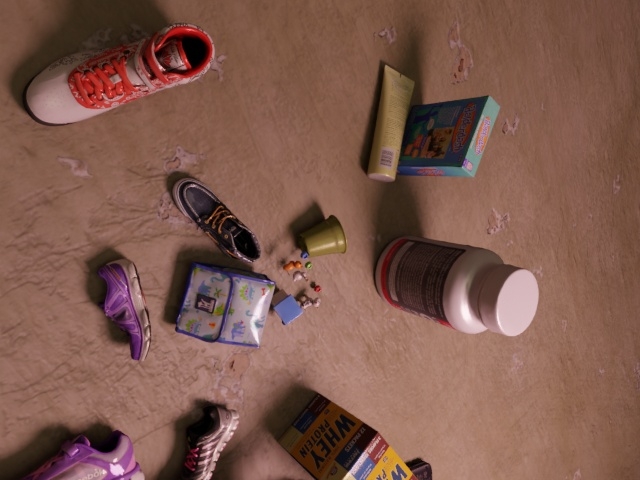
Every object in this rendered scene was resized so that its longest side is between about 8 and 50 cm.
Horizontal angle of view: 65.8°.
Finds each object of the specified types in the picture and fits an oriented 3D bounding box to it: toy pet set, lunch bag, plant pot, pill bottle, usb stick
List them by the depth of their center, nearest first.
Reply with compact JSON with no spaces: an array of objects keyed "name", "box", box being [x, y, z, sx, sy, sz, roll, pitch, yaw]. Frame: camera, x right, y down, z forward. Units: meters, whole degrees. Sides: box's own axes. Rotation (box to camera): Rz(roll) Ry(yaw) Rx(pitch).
[{"name":"lunch bag","box":[-0.170,0.113,0.881,0.151,0.096,0.128,15,91,-21]},{"name":"toy pet set","box":[-0.041,0.106,0.961,0.114,0.065,0.122,-35,136,-14]},{"name":"plant pot","box":[0.000,0.000,0.993,0.079,0.083,0.083,-20,108,-19]},{"name":"pill bottle","box":[0.280,0.094,1.047,0.176,0.318,0.176,-6,101,-33]},{"name":"usb stick","box":[0.168,0.612,1.214,0.278,0.045,0.077,-2,91,-34]}]

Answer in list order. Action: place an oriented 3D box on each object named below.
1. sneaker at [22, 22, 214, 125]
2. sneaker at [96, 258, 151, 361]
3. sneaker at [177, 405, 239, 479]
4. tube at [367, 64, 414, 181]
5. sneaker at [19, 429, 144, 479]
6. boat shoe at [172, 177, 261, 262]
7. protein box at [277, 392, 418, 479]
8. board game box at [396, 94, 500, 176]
[{"name":"sneaker","box":[-0.283,-0.244,0.712,0.270,0.145,0.090,-30,113,-28]},{"name":"sneaker","box":[-0.318,0.115,0.804,0.071,0.068,0.170,-14,97,-17]},{"name":"sneaker","box":[-0.221,0.376,0.899,0.075,0.063,0.170,43,68,-32]},{"name":"tube","box":[0.152,-0.249,1.073,0.070,0.062,0.240,29,71,-76]},{"name":"sneaker","box":[-0.395,0.359,0.764,0.236,0.095,0.104,-3,92,-39]},{"name":"boat shoe","box":[-0.173,-0.035,0.857,0.065,0.083,0.183,-50,121,-18]},{"name":"protein box","box":[0.058,0.458,1.018,0.136,0.201,0.200,-46,119,-21]},{"name":"board game box","box":[0.256,-0.216,1.051,0.047,0.210,0.160,28,82,-34]}]
